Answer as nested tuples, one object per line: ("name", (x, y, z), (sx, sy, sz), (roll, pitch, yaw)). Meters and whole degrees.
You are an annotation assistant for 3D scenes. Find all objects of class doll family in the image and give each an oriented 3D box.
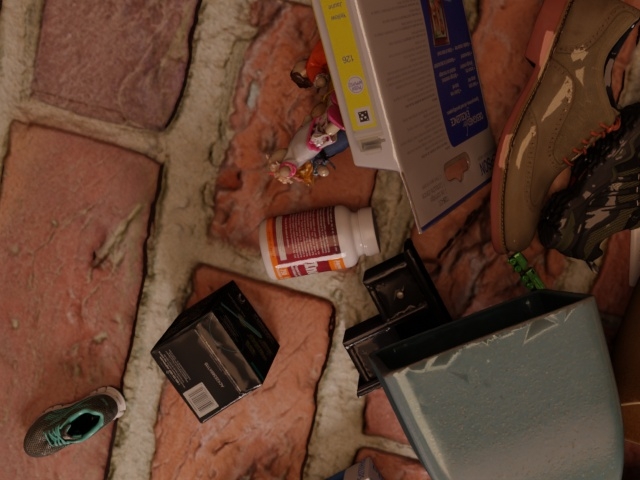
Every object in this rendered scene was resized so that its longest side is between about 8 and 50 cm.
("doll family", (0.019, -0.152, 1.254), (0.118, 0.263, 0.163), (32, 136, -21))

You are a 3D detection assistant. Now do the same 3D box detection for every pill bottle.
("pill bottle", (0.000, 0.000, 1.343), (0.152, 0.086, 0.086), (-11, 102, 8))

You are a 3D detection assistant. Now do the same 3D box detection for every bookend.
("bookend", (0.087, 0.104, 1.366), (0.156, 0.072, 0.157), (-26, 99, 10))

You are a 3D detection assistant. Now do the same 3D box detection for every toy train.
("toy train", (0.284, 0.050, 1.366), (0.024, 0.017, 0.083), (-37, 97, 1))

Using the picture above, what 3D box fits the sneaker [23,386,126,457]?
("sneaker", (-0.361, 0.265, 1.438), (0.166, 0.076, 0.065), (-31, 97, 11))

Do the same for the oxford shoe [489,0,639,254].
("oxford shoe", (0.300, -0.138, 1.254), (0.130, 0.123, 0.348), (18, 105, 18))

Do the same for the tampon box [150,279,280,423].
("tampon box", (-0.137, 0.145, 1.348), (0.101, 0.161, 0.120), (-33, 97, 11))

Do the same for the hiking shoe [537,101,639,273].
("hiking shoe", (0.381, -0.071, 1.308), (0.114, 0.086, 0.227), (28, 106, -20))

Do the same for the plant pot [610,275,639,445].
("plant pot", (0.473, 0.115, 1.247), (0.237, 0.237, 0.254), (11, 69, 2))

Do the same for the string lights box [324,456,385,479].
("string lights box", (-0.008, 0.434, 1.446), (0.260, 0.077, 0.133), (-30, 97, 10))

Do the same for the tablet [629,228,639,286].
("tablet", (0.442, 0.021, 1.351), (0.054, 0.006, 0.083), (-1, 103, 5))

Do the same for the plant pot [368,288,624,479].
("plant pot", (0.223, 0.218, 1.198), (0.247, 0.248, 0.252), (-21, 90, -2))

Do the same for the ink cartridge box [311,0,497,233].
("ink cartridge box", (0.109, -0.189, 1.184), (0.072, 0.303, 0.307), (-7, 103, 29))
